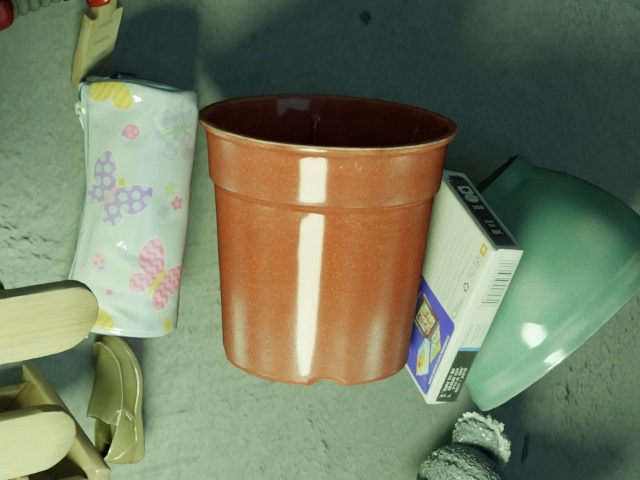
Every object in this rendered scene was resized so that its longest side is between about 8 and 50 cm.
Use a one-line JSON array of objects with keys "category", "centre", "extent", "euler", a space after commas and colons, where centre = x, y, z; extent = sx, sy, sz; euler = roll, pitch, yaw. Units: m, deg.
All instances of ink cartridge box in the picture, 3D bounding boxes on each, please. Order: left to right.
[{"category": "ink cartridge box", "centre": [0.127, 0.035, 1.955], "extent": [0.045, 0.208, 0.206], "euler": [3, 123, -28]}]

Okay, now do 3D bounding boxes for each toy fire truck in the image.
[{"category": "toy fire truck", "centre": [-0.279, -0.246, 1.730], "extent": [0.217, 0.158, 0.246], "euler": [-26, 110, -16]}]

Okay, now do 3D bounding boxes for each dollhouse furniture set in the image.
[{"category": "dollhouse furniture set", "centre": [-0.317, 0.083, 1.616], "extent": [0.256, 0.362, 0.394], "euler": [-10, 130, -34]}]

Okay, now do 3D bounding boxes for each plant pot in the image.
[{"category": "plant pot", "centre": [0.000, 0.000, 1.899], "extent": [0.272, 0.272, 0.265], "euler": [-8, 109, -35]}, {"category": "plant pot", "centre": [0.229, 0.026, 2.068], "extent": [0.293, 0.293, 0.196], "euler": [-42, 91, -25]}]

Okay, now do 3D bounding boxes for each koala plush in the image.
[{"category": "koala plush", "centre": [0.195, 0.328, 2.128], "extent": [0.196, 0.203, 0.221], "euler": [-42, 106, -25]}]

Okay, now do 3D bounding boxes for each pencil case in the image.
[{"category": "pencil case", "centre": [-0.194, -0.035, 1.827], "extent": [0.124, 0.113, 0.273], "euler": [1, 96, -35]}]

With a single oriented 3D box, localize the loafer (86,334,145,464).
[{"category": "loafer", "centre": [-0.217, 0.169, 1.872], "extent": [0.050, 0.056, 0.148], "euler": [-19, 107, -40]}]
